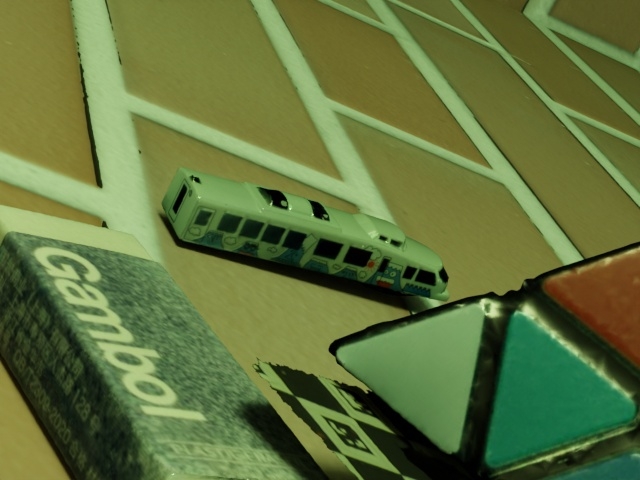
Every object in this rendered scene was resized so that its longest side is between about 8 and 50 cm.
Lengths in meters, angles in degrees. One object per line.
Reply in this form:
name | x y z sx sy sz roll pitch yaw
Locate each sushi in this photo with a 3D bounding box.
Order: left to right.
sushi | 0.067 0.143 0.675 0.210 0.040 0.193 44 12 34

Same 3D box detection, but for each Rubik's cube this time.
Rubik's cube | 0.185 0.088 0.801 0.284 0.250 0.234 35 -12 16

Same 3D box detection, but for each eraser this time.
eraser | -0.084 0.061 0.693 0.092 0.046 0.212 14 22 -40

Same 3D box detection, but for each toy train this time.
toy train | 0.000 0.000 0.986 0.207 0.047 0.043 16 23 -31
